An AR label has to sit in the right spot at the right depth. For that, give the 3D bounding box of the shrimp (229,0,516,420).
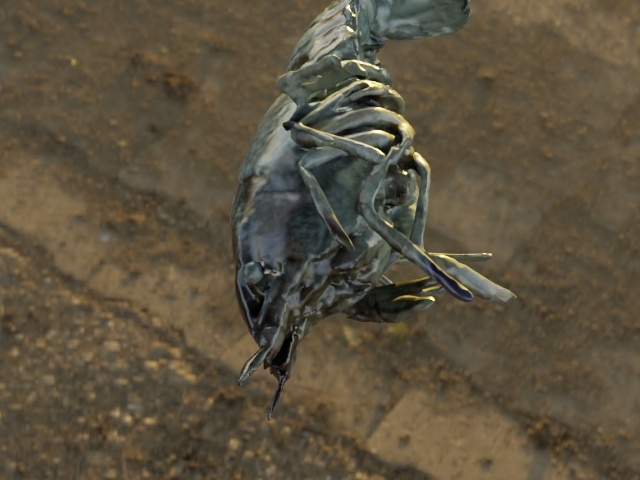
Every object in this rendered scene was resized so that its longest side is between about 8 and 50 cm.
[{"bbox_3d":[0.027,-0.057,0.832,0.166,0.221,0.410,-9,42,9],"label":"shrimp"}]
